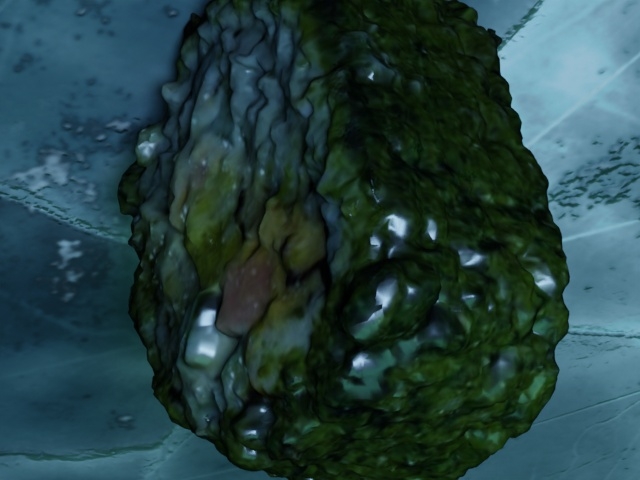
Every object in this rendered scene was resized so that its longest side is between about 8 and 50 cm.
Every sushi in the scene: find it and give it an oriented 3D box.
[{"bbox_3d":[0.000,0.000,1.212,0.178,0.352,0.294,12,135,-33],"label":"sushi"}]
